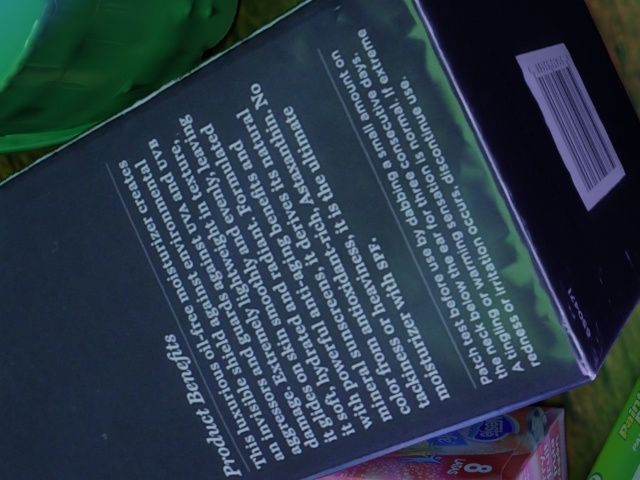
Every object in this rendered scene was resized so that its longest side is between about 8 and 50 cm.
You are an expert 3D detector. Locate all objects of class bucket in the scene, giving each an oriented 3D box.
[{"bbox_3d":[-0.205,-0.187,0.720,0.281,0.183,0.281,5,101,23],"label":"bucket"}]

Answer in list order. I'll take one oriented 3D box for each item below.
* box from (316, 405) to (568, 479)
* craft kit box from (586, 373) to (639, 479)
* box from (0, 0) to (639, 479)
[{"bbox_3d":[0.068,0.258,0.719,0.154,0.142,0.300,0,101,23],"label":"box"},{"bbox_3d":[0.216,0.109,0.571,0.061,0.247,0.250,17,110,-12],"label":"craft kit box"},{"bbox_3d":[0.000,0.000,0.611,0.294,0.296,0.183,-24,91,27],"label":"box"}]
